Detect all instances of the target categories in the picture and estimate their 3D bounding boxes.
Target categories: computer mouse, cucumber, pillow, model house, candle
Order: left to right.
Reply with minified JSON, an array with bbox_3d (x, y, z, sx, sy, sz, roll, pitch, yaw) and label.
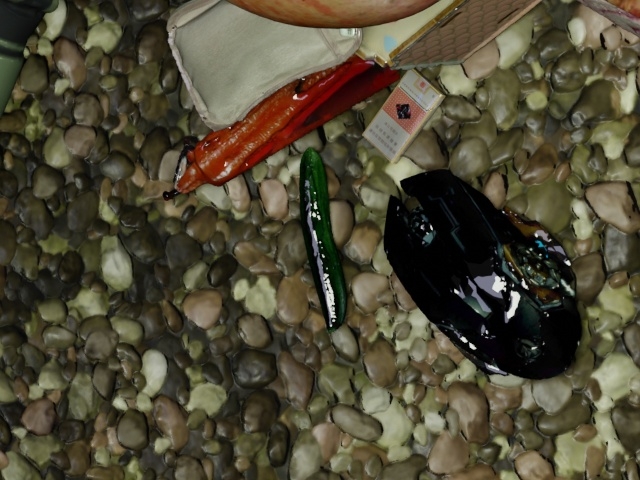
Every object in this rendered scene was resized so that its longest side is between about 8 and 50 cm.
[{"bbox_3d":[-0.053,-0.192,1.789,0.233,0.038,0.130,-28,81,40],"label":"pillow"},{"bbox_3d":[-0.045,-0.118,1.907,0.302,0.059,0.084,-36,105,29],"label":"candle"},{"bbox_3d":[0.000,0.000,1.895,0.036,0.033,0.184,-20,78,54],"label":"cucumber"},{"bbox_3d":[0.108,-0.278,1.771,0.326,0.169,0.244,5,99,35],"label":"model house"},{"bbox_3d":[0.143,0.033,1.785,0.241,0.077,0.146,47,109,23],"label":"computer mouse"}]

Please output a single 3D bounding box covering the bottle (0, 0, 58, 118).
[{"bbox_3d":[-0.403,-0.181,2.063,0.168,0.168,0.347,36,103,26],"label":"bottle"}]

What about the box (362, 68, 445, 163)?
[{"bbox_3d":[0.079,-0.120,1.860,0.046,0.012,0.083,45,112,24],"label":"box"}]

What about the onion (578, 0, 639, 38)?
[{"bbox_3d":[0.305,-0.260,1.620,0.206,0.216,0.207,38,92,27],"label":"onion"}]

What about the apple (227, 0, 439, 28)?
[{"bbox_3d":[-0.010,-0.329,1.573,0.345,0.269,0.344,0,91,36],"label":"apple"}]
